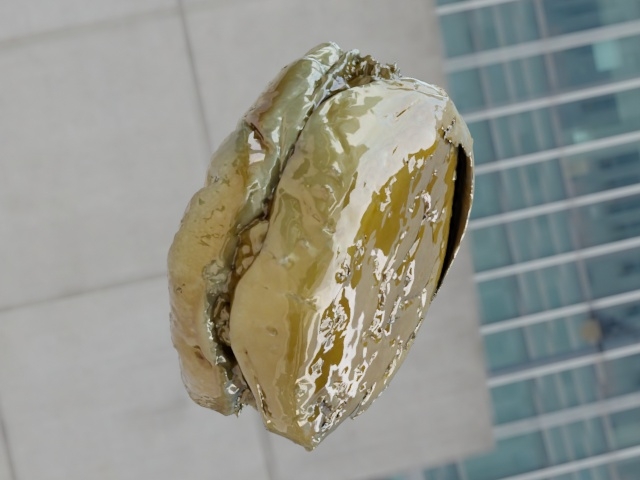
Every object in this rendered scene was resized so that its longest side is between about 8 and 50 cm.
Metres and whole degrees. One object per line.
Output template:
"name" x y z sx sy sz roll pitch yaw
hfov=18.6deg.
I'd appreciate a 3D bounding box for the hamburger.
"hamburger" 0.000 -0.001 1.049 0.108 0.214 0.214 23 -39 22
